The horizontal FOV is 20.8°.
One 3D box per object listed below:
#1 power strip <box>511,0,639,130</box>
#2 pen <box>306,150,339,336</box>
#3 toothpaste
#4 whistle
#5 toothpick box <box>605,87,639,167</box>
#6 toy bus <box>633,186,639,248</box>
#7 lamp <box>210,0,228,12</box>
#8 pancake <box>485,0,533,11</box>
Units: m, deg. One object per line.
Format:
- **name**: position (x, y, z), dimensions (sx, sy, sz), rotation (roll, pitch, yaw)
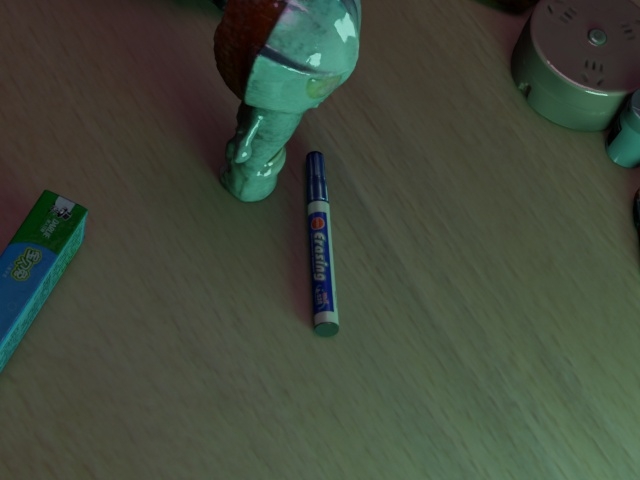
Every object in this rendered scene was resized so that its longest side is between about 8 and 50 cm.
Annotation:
- **power strip**: position (0.290, -0.200, 1.893), dimensions (0.154, 0.078, 0.154), rotation (6, 59, -9)
- **pen**: position (0.000, 0.000, 1.736), dimensions (0.025, 0.025, 0.204), rotation (3, 60, -12)
- **toothpaste**: position (-0.297, 0.075, 1.600), dimensions (0.050, 0.065, 0.266), rotation (25, 58, 6)
- **whistle**: position (-0.043, -0.153, 1.626), dimensions (0.134, 0.346, 0.142), rotation (9, 58, -8)
- **toothpick box**: position (0.339, -0.120, 1.853), dimensions (0.052, 0.083, 0.052), rotation (6, 59, -10)
- **toy bus**: position (0.351, -0.008, 1.822), dimensions (0.043, 0.031, 0.110), rotation (1, 60, -5)
- **lamp**: position (-0.119, -0.340, 1.858), dimensions (0.172, 0.147, 0.227), rotation (44, 66, -14)
- **pancake**: position (0.195, -0.382, 1.906), dimensions (0.266, 0.244, 0.057), rotation (49, 25, -15)
